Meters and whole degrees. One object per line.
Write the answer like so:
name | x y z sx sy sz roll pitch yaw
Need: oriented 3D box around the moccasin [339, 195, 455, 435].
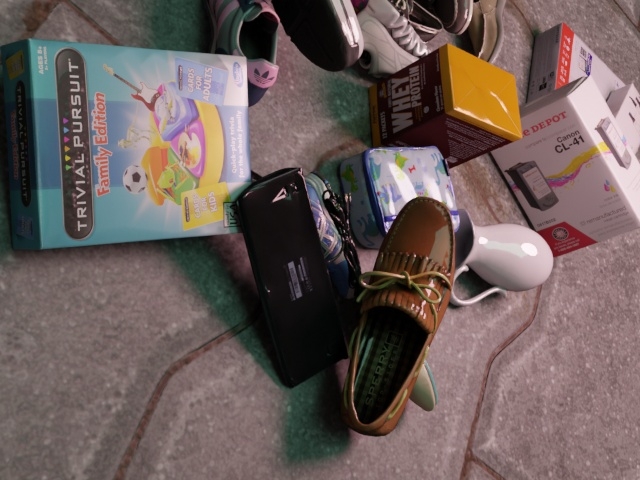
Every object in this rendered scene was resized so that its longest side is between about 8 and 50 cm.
moccasin | 0.116 0.108 1.424 0.139 0.147 0.380 23 78 7

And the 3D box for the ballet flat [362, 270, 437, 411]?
ballet flat | 0.117 0.167 1.528 0.086 0.086 0.248 -9 78 -45

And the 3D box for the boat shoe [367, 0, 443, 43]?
boat shoe | 0.145 -0.449 1.793 0.219 0.070 0.078 21 60 -36

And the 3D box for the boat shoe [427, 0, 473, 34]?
boat shoe | 0.231 -0.566 1.906 0.095 0.112 0.335 6 63 -23

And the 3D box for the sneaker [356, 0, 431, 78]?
sneaker | 0.141 -0.342 1.733 0.292 0.118 0.110 37 17 -49

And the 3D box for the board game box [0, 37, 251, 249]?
board game box | -0.244 -0.126 1.245 0.336 0.079 0.254 -6 95 -44

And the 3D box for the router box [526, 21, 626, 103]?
router box | 0.601 -0.283 2.146 0.301 0.082 0.335 34 53 -29

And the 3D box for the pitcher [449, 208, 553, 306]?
pitcher | 0.325 0.049 1.744 0.207 0.125 0.178 15 84 -27

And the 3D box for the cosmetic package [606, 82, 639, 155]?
cosmetic package | 0.676 -0.251 2.101 0.099 0.060 0.239 51 46 -15

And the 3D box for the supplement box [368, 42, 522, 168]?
supplement box | 0.224 -0.233 1.693 0.191 0.194 0.129 14 65 -39

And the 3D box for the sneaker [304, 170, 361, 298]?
sneaker | 0.000 0.000 1.489 0.081 0.080 0.211 -26 95 -18

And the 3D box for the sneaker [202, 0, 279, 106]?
sneaker | -0.111 -0.357 1.470 0.112 0.131 0.319 14 60 -40

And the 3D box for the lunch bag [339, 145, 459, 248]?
lunch bag | 0.144 -0.073 1.633 0.219 0.090 0.176 -4 79 -43

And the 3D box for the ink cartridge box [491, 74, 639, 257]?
ink cartridge box | 0.509 -0.146 1.905 0.306 0.226 0.131 57 44 -9

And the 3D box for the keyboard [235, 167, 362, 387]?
keyboard | -0.016 0.043 1.401 0.201 0.033 0.317 -25 111 -33

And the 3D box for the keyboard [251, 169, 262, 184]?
keyboard | -0.171 -0.116 1.401 0.192 0.038 0.100 32 77 -32

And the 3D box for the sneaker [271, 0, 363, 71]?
sneaker | 0.027 -0.509 1.538 0.257 0.169 0.447 -21 83 -26

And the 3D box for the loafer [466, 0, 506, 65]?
loafer | 0.339 -0.453 1.980 0.087 0.094 0.251 11 63 -3

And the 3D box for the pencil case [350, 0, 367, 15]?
pencil case | 0.021 -0.512 1.684 0.104 0.104 0.236 4 69 -42
